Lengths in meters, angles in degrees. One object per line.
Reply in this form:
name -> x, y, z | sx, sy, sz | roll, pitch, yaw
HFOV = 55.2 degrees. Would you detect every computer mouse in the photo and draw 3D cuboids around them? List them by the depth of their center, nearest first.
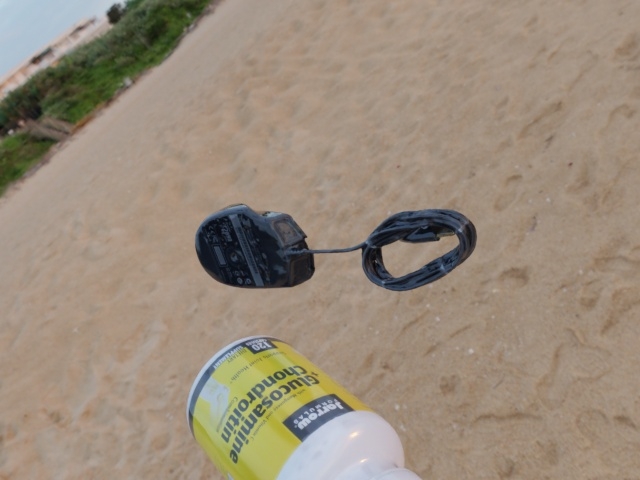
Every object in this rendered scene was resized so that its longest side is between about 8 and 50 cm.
computer mouse -> 0.000, 0.000, 0.442 | 0.242, 0.071, 0.041 | -1, 24, 37

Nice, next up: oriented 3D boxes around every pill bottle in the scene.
pill bottle -> -0.009, 0.147, 0.420 | 0.103, 0.103, 0.184 | -48, 40, -13
